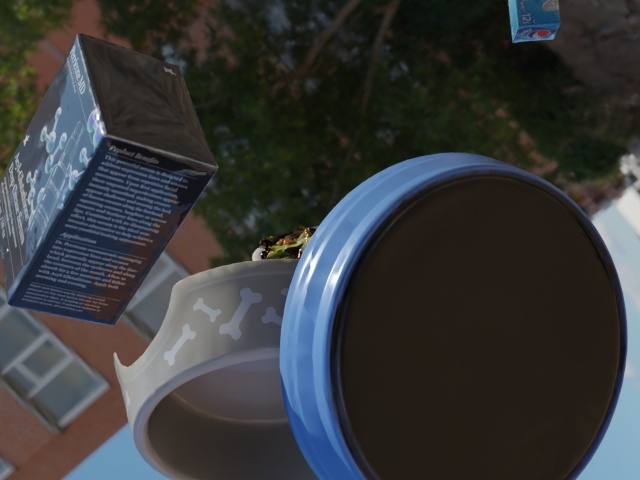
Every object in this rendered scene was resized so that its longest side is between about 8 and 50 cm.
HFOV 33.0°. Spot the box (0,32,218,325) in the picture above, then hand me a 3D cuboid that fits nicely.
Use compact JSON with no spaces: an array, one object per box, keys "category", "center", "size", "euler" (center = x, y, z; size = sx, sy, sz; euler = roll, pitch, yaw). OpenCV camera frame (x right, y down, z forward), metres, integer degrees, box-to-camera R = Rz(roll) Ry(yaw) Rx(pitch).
[{"category":"box","center":[-0.389,-0.099,1.880],"size":[0.212,0.395,0.293],"euler":[16,-146,-35]}]

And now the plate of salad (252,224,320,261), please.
[{"category":"plate of salad","center":[0.000,0.000,1.531],"size":[0.200,0.199,0.048],"euler":[-81,-17,-71]}]

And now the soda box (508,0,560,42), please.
[{"category":"soda box","center":[0.323,-0.418,1.665],"size":[0.071,0.067,0.210],"euler":[72,-167,-80]}]

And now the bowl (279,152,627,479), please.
[{"category":"bowl","center":[0.148,0.107,1.083],"size":[0.391,0.391,0.077],"euler":[43,163,-22]}]

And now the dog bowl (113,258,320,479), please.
[{"category":"dog bowl","center":[-0.052,0.167,1.181],"size":[0.349,0.348,0.102],"euler":[37,-146,-39]}]
